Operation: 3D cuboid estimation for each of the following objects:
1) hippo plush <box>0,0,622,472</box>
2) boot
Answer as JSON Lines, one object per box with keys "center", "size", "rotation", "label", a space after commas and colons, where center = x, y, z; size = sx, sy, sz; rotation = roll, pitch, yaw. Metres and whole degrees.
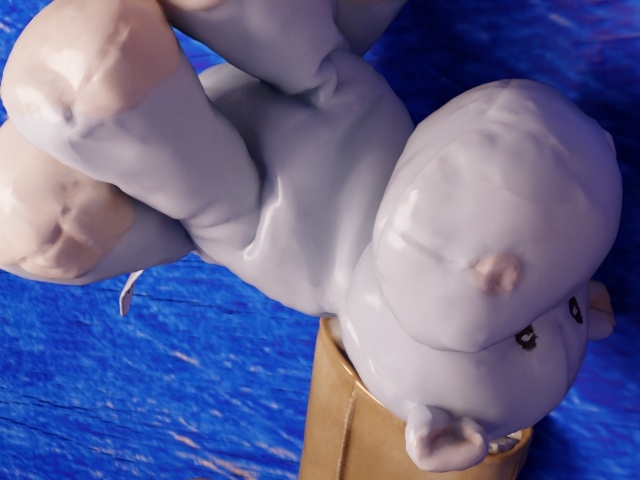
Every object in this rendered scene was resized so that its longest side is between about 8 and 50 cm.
{"center": [0.000, 0.000, 0.764], "size": [0.236, 0.234, 0.294], "rotation": [42, 141, 24], "label": "hippo plush"}
{"center": [-0.001, 0.140, 1.003], "size": [0.236, 0.089, 0.270], "rotation": [30, 136, 21], "label": "boot"}
